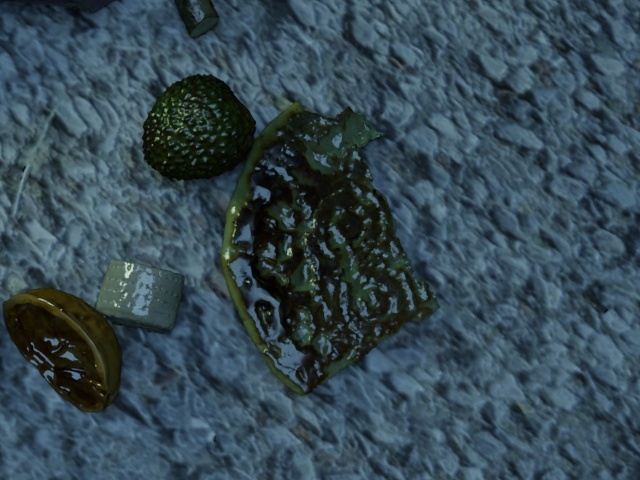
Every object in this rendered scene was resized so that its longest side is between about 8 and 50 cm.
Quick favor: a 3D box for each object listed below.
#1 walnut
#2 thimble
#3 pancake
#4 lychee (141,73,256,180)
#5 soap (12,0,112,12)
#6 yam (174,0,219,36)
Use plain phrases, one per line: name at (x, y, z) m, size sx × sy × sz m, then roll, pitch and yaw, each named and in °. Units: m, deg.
walnut at (-0.350, 0.140, 1.821) m, size 0.211 × 0.167 × 0.087 m, roll 44°, pitch 49°, yaw 7°
thimble at (-0.260, 0.082, 1.851) m, size 0.115 × 0.102 × 0.090 m, roll 8°, pitch 80°, yaw 26°
pancake at (-0.005, 0.002, 1.923) m, size 0.305 × 0.067 × 0.426 m, roll -16°, pitch 84°, yaw -16°
lychee at (-0.183, -0.158, 1.865) m, size 0.171 × 0.171 × 0.171 m, roll 1°, pitch 82°, yaw -7°
soap at (-0.472, -0.528, 1.877) m, size 0.261 × 0.156 × 0.446 m, roll -33°, pitch 87°, yaw -10°
yam at (-0.226, -0.433, 1.944) m, size 0.061 × 0.061 × 0.252 m, roll -26°, pitch 87°, yaw -10°
